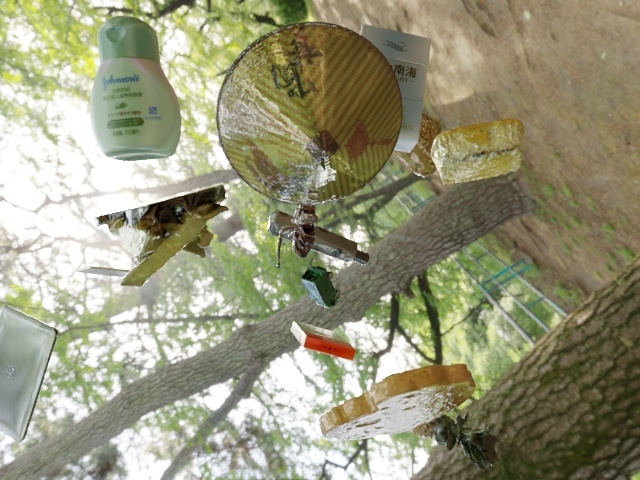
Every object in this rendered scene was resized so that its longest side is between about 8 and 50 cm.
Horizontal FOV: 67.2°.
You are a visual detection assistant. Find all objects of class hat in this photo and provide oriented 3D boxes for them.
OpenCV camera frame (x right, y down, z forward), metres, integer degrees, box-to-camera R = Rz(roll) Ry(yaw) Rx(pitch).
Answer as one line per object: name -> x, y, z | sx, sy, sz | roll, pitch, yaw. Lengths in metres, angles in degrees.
hat -> -0.004, -0.101, 0.463 | 0.193, 0.193, 0.082 | 52, -167, -31

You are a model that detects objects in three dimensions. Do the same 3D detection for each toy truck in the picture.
toy truck -> 0.006, 0.142, 1.459 | 0.065, 0.079, 0.147 | 16, 145, 37

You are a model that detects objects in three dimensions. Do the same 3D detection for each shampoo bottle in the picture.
shampoo bottle -> -0.470, -0.383, 1.212 | 0.151, 0.222, 0.349 | -12, -83, -85

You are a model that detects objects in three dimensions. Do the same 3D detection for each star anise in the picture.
star anise -> -0.054, -0.009, 1.066 | 0.070, 0.190, 0.097 | 4, -149, -28

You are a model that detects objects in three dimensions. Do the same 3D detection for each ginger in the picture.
ginger -> -0.449, -0.021, 1.416 | 0.413, 0.359, 0.211 | -35, -65, -61

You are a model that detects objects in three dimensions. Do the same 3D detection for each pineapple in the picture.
pineapple -> 0.348, 0.512, 1.309 | 0.130, 0.118, 0.277 | 21, 170, -37

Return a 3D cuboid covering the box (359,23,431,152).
box -> 0.137, -0.318, 1.005 | 0.067, 0.155, 0.242 | 121, 158, -75

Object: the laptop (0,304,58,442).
laptop -> -0.712, 0.304, 1.117 | 0.188, 0.269, 0.015 | 17, 179, 20

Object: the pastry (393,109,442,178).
pastry -> 0.316, -0.366, 1.612 | 0.255, 0.162, 0.310 | 17, -139, -46

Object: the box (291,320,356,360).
box -> 0.001, 0.267, 1.304 | 0.139, 0.035, 0.245 | 18, 176, -9

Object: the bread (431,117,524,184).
bread -> 0.426, -0.236, 1.297 | 0.174, 0.246, 0.121 | 53, -153, -67

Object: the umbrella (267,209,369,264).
umbrella -> 0.000, 0.000, 1.437 | 0.337, 0.067, 0.073 | 21, -116, -22

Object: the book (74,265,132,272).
book -> -0.732, 0.107, 1.656 | 0.172, 0.118, 0.012 | 13, -109, -49

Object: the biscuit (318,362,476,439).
biscuit -> 0.174, 0.347, 1.037 | 0.351, 0.312, 0.057 | 6, -133, -33
